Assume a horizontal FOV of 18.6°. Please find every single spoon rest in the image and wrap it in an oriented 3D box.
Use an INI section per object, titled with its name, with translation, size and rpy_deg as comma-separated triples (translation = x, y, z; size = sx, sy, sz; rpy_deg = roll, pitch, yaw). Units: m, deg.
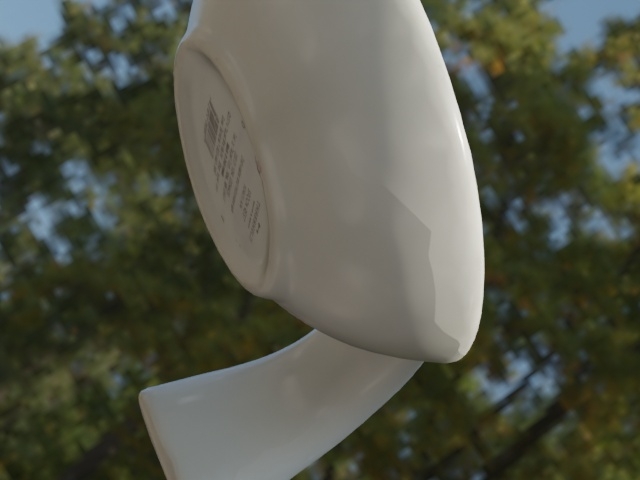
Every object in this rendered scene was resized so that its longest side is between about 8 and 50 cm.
[spoon rest]
translation = 0.000, 0.000, 0.581
size = 0.276, 0.084, 0.137
rpy_deg = 110, -40, -59
